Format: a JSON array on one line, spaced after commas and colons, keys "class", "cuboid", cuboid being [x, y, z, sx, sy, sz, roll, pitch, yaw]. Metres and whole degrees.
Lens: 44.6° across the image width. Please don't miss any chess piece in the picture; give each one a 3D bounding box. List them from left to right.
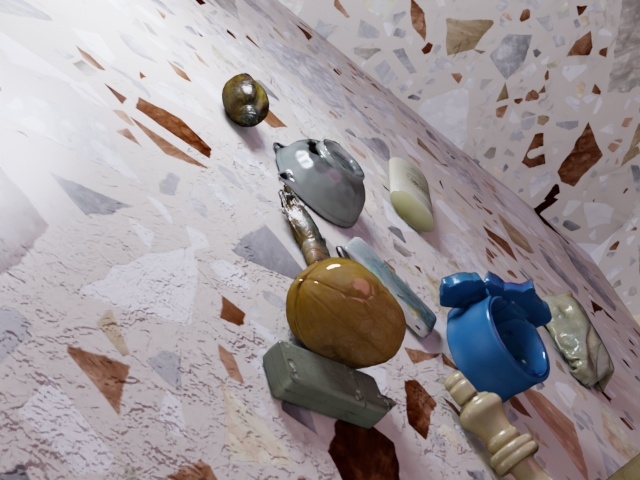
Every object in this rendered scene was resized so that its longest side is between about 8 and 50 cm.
[{"class": "chess piece", "cuboid": [0.387, 0.425, 1.561, 0.117, 0.117, 0.397, 10, 38, -56]}]

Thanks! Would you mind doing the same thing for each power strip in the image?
[{"class": "power strip", "cuboid": [0.029, 0.251, 1.318, 0.288, 0.053, 0.093, 28, 25, -36]}]

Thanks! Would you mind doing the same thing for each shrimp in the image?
[{"class": "shrimp", "cuboid": [0.000, 0.000, 1.737, 0.169, 0.058, 0.296, 19, 38, -53]}]

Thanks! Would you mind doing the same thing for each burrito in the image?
[{"class": "burrito", "cuboid": [0.844, 0.326, 2.555, 0.190, 0.135, 0.332, 34, 25, -42]}]

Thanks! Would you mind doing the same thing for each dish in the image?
[{"class": "dish", "cuboid": [0.021, -0.173, 2.008, 0.303, 0.120, 0.303, 38, 22, -18]}]

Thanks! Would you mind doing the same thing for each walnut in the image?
[{"class": "walnut", "cuboid": [0.047, 0.131, 1.390, 0.225, 0.193, 0.193, 36, 22, -17]}]

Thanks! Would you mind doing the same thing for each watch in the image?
[{"class": "watch", "cuboid": [0.405, 0.221, 1.854, 0.305, 0.241, 0.275, 34, 37, -23]}]

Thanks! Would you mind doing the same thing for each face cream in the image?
[{"class": "face cream", "cuboid": [0.287, -0.153, 2.503, 0.173, 0.081, 0.349, 39, 21, -13]}]

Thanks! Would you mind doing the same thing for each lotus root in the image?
[{"class": "lotus root", "cuboid": [-0.189, -0.349, 1.969, 0.120, 0.120, 0.210, 30, 26, -32]}]

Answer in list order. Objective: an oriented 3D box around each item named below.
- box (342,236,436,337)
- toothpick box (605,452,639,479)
[{"class": "box", "cuboid": [0.163, 0.108, 1.849, 0.285, 0.044, 0.142, 46, 17, 3]}, {"class": "toothpick box", "cuboid": [0.807, 0.663, 1.796, 0.190, 0.187, 0.308, 33, 20, -24]}]
